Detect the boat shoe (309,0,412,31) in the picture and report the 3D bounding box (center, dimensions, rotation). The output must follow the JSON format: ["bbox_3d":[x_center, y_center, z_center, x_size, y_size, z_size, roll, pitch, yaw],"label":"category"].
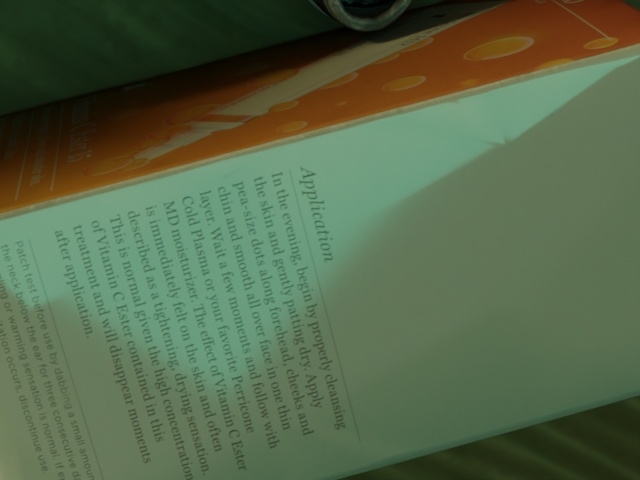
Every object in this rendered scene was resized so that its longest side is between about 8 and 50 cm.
[{"bbox_3d":[0.055,-0.249,0.869,0.108,0.102,0.301,17,104,-11],"label":"boat shoe"}]

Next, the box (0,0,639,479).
[{"bbox_3d":[0.000,0.000,0.877,0.345,0.215,0.168,-15,107,-3],"label":"box"}]
